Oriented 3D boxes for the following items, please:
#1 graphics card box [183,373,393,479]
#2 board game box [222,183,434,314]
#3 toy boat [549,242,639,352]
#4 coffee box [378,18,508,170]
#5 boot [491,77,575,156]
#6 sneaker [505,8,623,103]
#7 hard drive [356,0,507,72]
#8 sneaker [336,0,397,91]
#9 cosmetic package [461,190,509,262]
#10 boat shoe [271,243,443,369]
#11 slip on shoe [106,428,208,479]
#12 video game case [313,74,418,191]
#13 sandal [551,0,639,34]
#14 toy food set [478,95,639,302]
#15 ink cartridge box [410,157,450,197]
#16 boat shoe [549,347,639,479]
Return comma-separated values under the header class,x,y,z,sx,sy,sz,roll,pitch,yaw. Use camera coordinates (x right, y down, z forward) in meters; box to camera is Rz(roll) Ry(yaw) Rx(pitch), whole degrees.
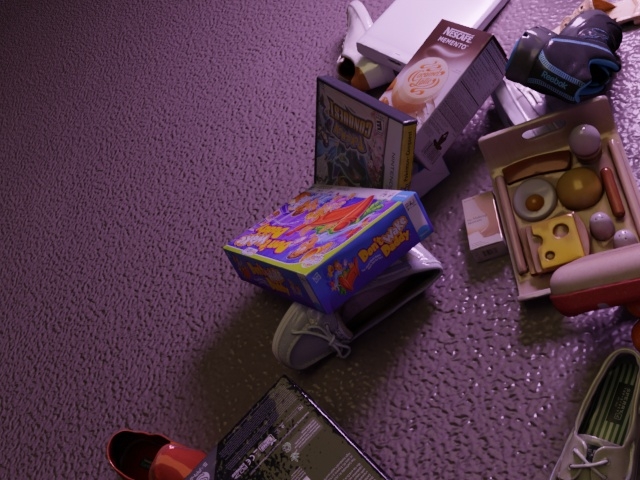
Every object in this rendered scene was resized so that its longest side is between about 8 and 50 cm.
class,x,y,z,sx,sy,sz,roll,pitch,yaw
graphics card box,-0.003,0.394,1.017,0.233,0.094,0.371,-47,57,-8
board game box,0.000,0.000,1.273,0.233,0.078,0.347,-37,22,-20
toy boat,0.429,0.081,0.955,0.231,0.151,0.151,-19,87,41
coffee box,0.214,-0.271,1.342,0.247,0.098,0.141,-52,45,-1
boot,0.398,-0.250,1.338,0.123,0.095,0.258,-23,54,8
sneaker,0.453,-0.305,1.260,0.139,0.125,0.340,39,44,24
hard drive,0.249,-0.483,1.588,0.203,0.040,0.308,31,69,24
sneaker,0.080,-0.453,1.688,0.123,0.106,0.290,-24,47,11
cosmetic package,0.283,-0.025,1.253,0.060,0.041,0.115,-20,47,19
boat shoe,0.060,0.114,1.237,0.320,0.118,0.103,-35,39,-6
slip on shoe,-0.237,0.393,1.213,0.331,0.101,0.123,9,59,36
video game case,0.073,-0.151,1.364,0.035,0.249,0.275,-17,35,-29
sandal,0.538,-0.443,1.399,0.239,0.079,0.088,-14,49,24
toy food set,0.386,-0.065,1.151,0.219,0.092,0.306,-18,60,21
ink cartridge box,0.159,-0.161,1.431,0.104,0.060,0.180,-38,44,1
boat shoe,0.348,0.276,0.926,0.109,0.094,0.302,7,59,37
